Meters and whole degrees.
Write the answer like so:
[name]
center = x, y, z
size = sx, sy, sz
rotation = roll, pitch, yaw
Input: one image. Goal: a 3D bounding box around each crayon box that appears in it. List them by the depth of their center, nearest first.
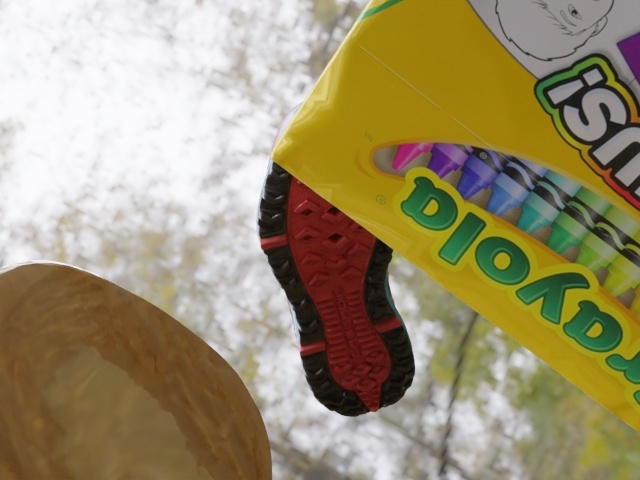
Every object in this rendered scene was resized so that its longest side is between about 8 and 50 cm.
[crayon box]
center = 0.202, -0.065, 0.946
size = 0.313, 0.363, 0.106
rotation = -55, -3, 35

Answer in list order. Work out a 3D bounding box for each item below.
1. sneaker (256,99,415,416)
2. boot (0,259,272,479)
[sneaker]
center = 0.000, 0.000, 1.238
size = 0.104, 0.125, 0.262
rotation = -12, -55, -8
[boot]
center = -0.102, 0.111, 0.649
size = 0.295, 0.211, 0.104
rotation = 53, -126, -38
